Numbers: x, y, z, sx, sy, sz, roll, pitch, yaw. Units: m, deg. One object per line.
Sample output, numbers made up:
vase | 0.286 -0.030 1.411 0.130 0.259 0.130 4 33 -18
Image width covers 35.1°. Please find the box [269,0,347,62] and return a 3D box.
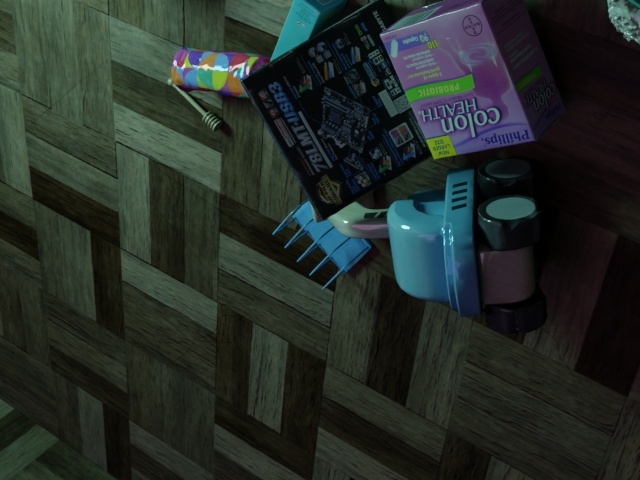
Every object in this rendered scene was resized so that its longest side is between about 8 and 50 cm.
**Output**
box | -0.034 -0.367 1.918 0.060 0.100 0.244 39 137 12

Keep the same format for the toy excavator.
toy excavator | 0.177 -0.026 1.857 0.445 0.433 0.222 -3 120 10

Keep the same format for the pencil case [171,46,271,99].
pencil case | -0.195 -0.340 2.077 0.236 0.104 0.104 15 127 33

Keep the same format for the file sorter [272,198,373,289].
file sorter | 0.000 0.000 2.138 0.170 0.104 0.118 48 137 4

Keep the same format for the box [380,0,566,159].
box | 0.252 -0.278 1.679 0.213 0.117 0.243 -6 117 45

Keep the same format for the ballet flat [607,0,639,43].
ballet flat | 0.592 -0.265 1.460 0.409 0.147 0.147 39 136 17

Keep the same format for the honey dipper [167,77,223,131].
honey dipper | -0.280 -0.301 2.226 0.160 0.030 0.030 43 137 12

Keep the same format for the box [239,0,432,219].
box | 0.053 -0.234 1.819 0.295 0.293 0.073 59 180 -10
